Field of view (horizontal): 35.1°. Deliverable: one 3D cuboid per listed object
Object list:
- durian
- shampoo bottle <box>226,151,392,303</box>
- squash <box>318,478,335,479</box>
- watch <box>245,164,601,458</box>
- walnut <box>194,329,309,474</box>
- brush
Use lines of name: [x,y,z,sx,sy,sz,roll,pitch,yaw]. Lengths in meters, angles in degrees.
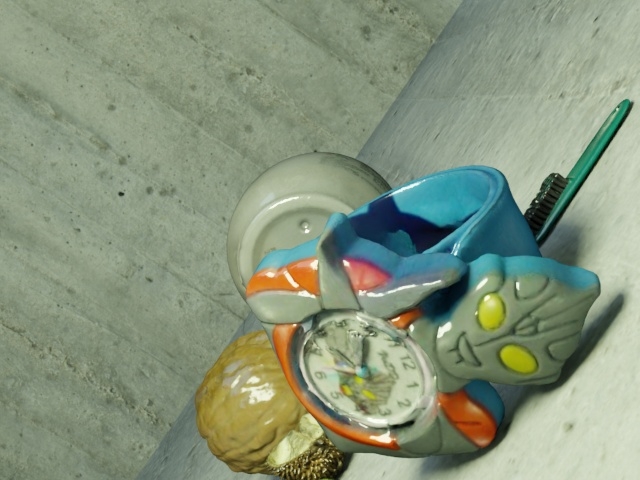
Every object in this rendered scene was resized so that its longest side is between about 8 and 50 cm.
durian: [-0.004,0.262,1.239,0.110,0.071,0.140,-45,6,-18]
shampoo bottle: [0.000,0.000,1.551,0.273,0.273,0.266,-54,2,16]
squash: [-0.042,0.350,1.136,0.229,0.066,0.066,-52,9,27]
watch: [0.115,0.033,0.940,0.305,0.241,0.274,-17,20,28]
walnut: [-0.069,0.221,1.398,0.213,0.213,0.213,-55,8,11]
brush: [0.270,-0.078,1.092,0.193,0.032,0.043,-57,7,1]
